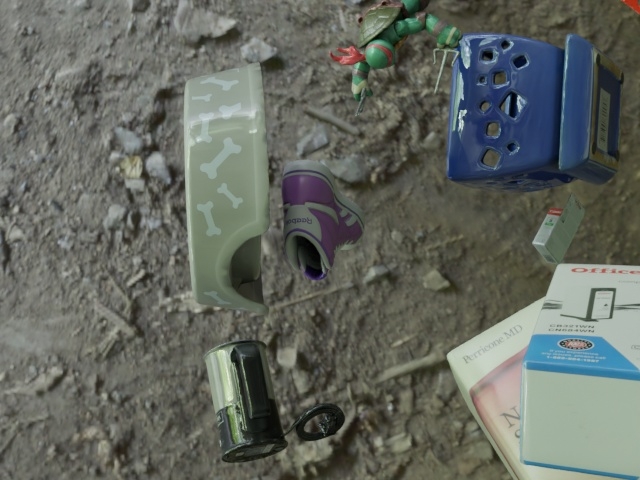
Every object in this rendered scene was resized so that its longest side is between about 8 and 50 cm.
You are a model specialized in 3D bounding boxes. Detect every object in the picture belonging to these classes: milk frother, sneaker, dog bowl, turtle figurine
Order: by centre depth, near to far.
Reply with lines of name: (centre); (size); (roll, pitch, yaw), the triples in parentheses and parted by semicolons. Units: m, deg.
milk frother: (-0.059, 0.193, 1.048); (0.143, 0.134, 0.129); (4, 149, -33)
dog bowl: (-0.128, -0.067, 1.147); (0.102, 0.348, 0.348); (-2, 115, -6)
turtle figurine: (0.106, -0.279, 1.152); (0.175, 0.234, 0.118); (-13, 129, 33)
sneaker: (-0.001, 0.000, 1.347); (0.102, 0.161, 0.282); (-6, 159, 19)

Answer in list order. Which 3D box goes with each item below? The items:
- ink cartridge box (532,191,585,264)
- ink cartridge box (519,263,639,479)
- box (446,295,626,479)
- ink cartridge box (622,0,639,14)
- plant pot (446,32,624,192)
ink cartridge box: (0.415, -0.023, 1.452); (0.063, 0.029, 0.115); (43, 69, -37)
ink cartridge box: (0.237, 0.089, 0.622); (0.148, 0.203, 0.085); (2, 109, 21)
box: (0.246, 0.183, 0.787); (0.149, 0.232, 0.126); (-31, 139, 0)
ink cartridge box: (0.395, -0.307, 0.926); (0.145, 0.045, 0.179); (40, 147, 6)
plant pot: (0.346, -0.195, 1.312); (0.236, 0.212, 0.235); (6, 88, -57)
